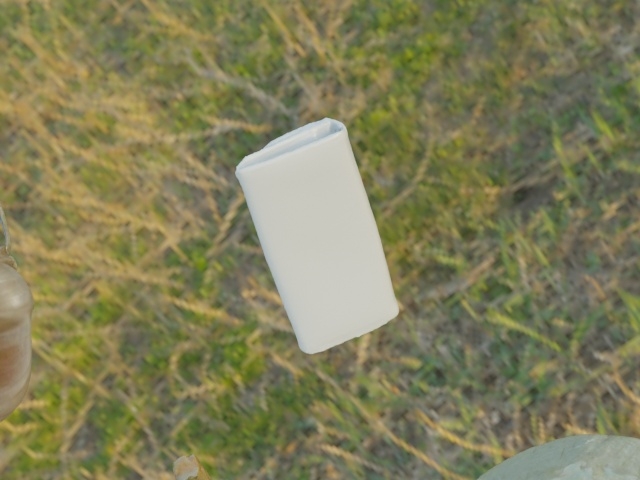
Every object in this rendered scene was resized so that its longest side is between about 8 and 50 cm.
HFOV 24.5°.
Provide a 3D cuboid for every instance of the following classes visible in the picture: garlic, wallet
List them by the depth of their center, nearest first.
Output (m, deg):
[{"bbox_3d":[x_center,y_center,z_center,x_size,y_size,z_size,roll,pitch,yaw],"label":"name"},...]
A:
[{"bbox_3d":[0.000,0.000,0.767,0.061,0.122,0.025,-26,34,-11],"label":"wallet"},{"bbox_3d":[-0.312,0.020,1.182,0.207,0.207,0.256,-3,63,36],"label":"garlic"}]

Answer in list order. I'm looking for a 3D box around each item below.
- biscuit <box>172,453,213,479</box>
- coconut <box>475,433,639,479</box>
[{"bbox_3d":[-0.066,0.230,1.029,0.035,0.250,0.162,-15,67,-1],"label":"biscuit"},{"bbox_3d":[0.187,0.247,0.921,0.245,0.247,0.245,-8,69,21],"label":"coconut"}]
